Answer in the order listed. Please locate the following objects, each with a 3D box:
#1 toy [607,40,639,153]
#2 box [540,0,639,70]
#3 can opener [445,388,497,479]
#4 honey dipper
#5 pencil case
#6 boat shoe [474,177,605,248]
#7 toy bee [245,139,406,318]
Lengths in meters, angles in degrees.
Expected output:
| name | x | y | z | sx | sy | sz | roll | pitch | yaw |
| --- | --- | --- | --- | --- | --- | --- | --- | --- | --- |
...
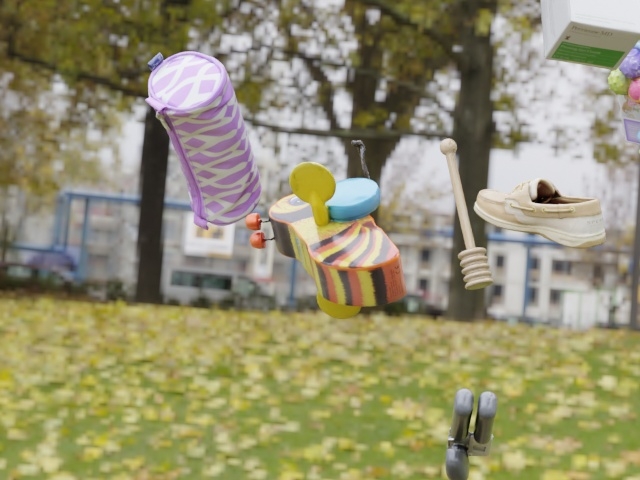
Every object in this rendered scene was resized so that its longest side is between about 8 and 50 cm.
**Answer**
| name | x | y | z | sx | sy | sz | roll | pitch | yaw |
| --- | --- | --- | --- | --- | --- | --- | --- | --- | --- |
| toy | 0.497 | -0.238 | 2.115 | 0.056 | 0.237 | 0.137 | -34 | 31 | -23 |
| box | 0.339 | -0.281 | 1.684 | 0.101 | 0.102 | 0.087 | 8 | -29 | -12 |
| can opener | 0.248 | 0.332 | 2.228 | 0.076 | 0.095 | 0.283 | 7 | -24 | 6 |
| honey dipper | 0.145 | -0.029 | 1.388 | 0.031 | 0.160 | 0.030 | -11 | -16 | -3 |
| pencil case | -0.119 | -0.103 | 1.406 | 0.086 | 0.088 | 0.206 | 24 | -28 | 29 |
| boat shoe | 0.237 | -0.039 | 1.451 | 0.063 | 0.059 | 0.170 | -18 | 25 | -40 |
| toy bee | 0.000 | 0.000 | 1.557 | 0.162 | 0.195 | 0.298 | -14 | 8 | 0 |
